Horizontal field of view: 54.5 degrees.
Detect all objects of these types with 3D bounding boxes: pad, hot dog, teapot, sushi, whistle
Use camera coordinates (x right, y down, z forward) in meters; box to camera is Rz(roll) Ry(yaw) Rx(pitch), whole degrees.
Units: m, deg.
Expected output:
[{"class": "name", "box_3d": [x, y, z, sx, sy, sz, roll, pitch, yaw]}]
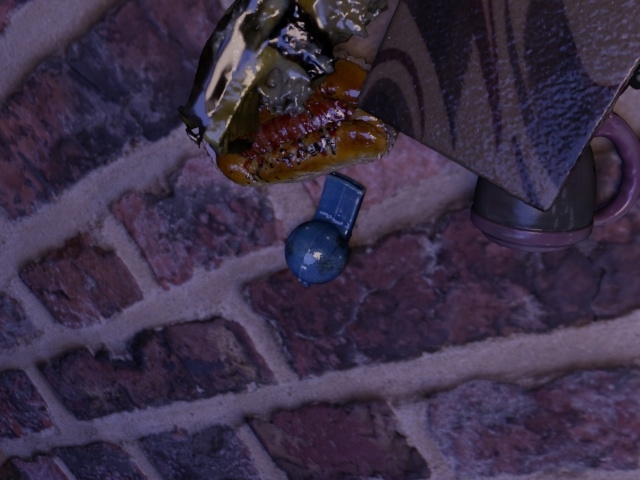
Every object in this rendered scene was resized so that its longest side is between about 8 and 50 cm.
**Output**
[{"class": "pad", "box_3d": [0.175, -0.215, 0.518, 0.220, 0.004, 0.330, 34, 117, 22]}, {"class": "hot dog", "box_3d": [-0.033, -0.137, 0.721, 0.268, 0.075, 0.144, -8, 114, 35]}, {"class": "teapot", "box_3d": [0.223, -0.067, 0.590, 0.148, 0.116, 0.146, 13, 114, 28]}, {"class": "sushi", "box_3d": [-0.017, -0.207, 0.603, 0.131, 0.139, 0.291, 37, 105, 2]}, {"class": "whistle", "box_3d": [0.000, 0.000, 0.781, 0.090, 0.090, 0.158, 27, 130, 14]}]

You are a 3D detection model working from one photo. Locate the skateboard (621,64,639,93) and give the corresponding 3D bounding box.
[{"class": "skateboard", "box_3d": [0.233, -0.194, 0.544, 0.080, 0.067, 0.151, -19, 102, 48]}]
